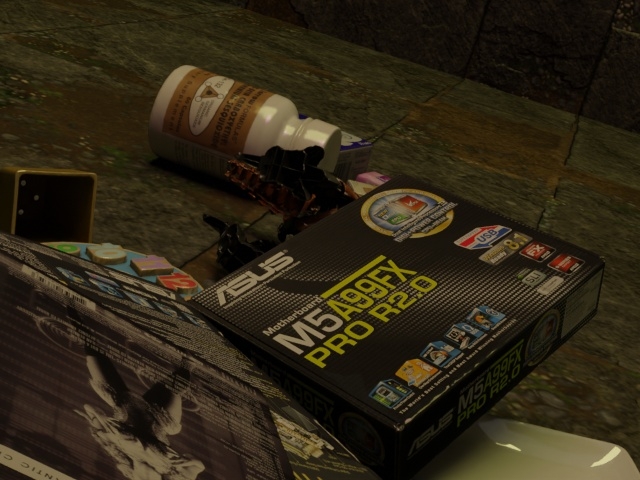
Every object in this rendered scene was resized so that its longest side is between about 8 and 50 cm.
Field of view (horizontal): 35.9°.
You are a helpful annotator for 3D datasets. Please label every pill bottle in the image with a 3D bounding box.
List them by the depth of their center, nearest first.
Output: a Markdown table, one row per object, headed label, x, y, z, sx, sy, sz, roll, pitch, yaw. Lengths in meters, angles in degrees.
| label | x | y | z | sx | sy | sz | roll | pitch | yaw |
| --- | --- | --- | --- | --- | --- | --- | --- | --- | --- |
| pill bottle | -0.096 | -0.135 | 1.294 | 0.229 | 0.131 | 0.131 | 20 | 20 | 12 |

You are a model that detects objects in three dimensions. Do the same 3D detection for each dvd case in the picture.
| label | x | y | z | sx | sy | sz | roll | pitch | yaw |
| --- | --- | --- | --- | --- | --- | --- | --- | --- | --- |
| dvd case | -0.078 | 0.077 | 0.417 | 0.165 | 0.018 | 0.221 | 32 | 6 | -19 |

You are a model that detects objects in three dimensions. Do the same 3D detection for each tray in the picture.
| label | x | y | z | sx | sy | sz | roll | pitch | yaw |
| --- | --- | --- | --- | --- | --- | --- | --- | --- | --- |
| tray | 0.125 | 0.177 | 0.760 | 0.270 | 0.030 | 0.145 | 14 | 20 | -5 |

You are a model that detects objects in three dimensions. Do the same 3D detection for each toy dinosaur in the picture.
| label | x | y | z | sx | sy | sz | roll | pitch | yaw |
| --- | --- | --- | --- | --- | --- | --- | --- | --- | --- |
| toy dinosaur | 0.000 | 0.000 | 1.048 | 0.322 | 0.164 | 0.218 | 8 | -5 | 39 |

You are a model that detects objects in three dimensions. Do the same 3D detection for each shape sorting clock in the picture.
| label | x | y | z | sx | sy | sz | roll | pitch | yaw |
| --- | --- | --- | --- | --- | --- | --- | --- | --- | --- |
| shape sorting clock | -0.196 | 0.045 | 0.854 | 0.206 | 0.040 | 0.206 | 14 | 19 | -5 |

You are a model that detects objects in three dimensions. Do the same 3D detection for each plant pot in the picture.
| label | x | y | z | sx | sy | sz | roll | pitch | yaw |
| --- | --- | --- | --- | --- | --- | --- | --- | --- | --- |
| plant pot | -0.275 | -0.034 | 0.959 | 0.082 | 0.081 | 0.083 | -1 | 13 | -40 |

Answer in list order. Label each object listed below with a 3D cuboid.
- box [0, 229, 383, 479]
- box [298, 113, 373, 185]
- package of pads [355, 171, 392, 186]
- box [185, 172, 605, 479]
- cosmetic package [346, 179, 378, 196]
| label | x | y | z | sx | sy | sz | roll | pitch | yaw |
| --- | --- | --- | --- | --- | --- | --- | --- | --- | --- |
| box | -0.162 | 0.079 | 0.526 | 0.318 | 0.097 | 0.395 | 32 | 4 | 42 |
| box | -0.016 | -0.125 | 1.420 | 0.137 | 0.072 | 0.126 | 24 | 20 | 24 |
| package of pads | 0.094 | -0.071 | 1.419 | 0.083 | 0.032 | 0.050 | 25 | 22 | 24 |
| box | 0.064 | 0.053 | 0.793 | 0.216 | 0.060 | 0.270 | 28 | 43 | 35 |
| cosmetic package | 0.090 | -0.044 | 1.325 | 0.115 | 0.041 | 0.060 | 11 | 19 | -14 |
